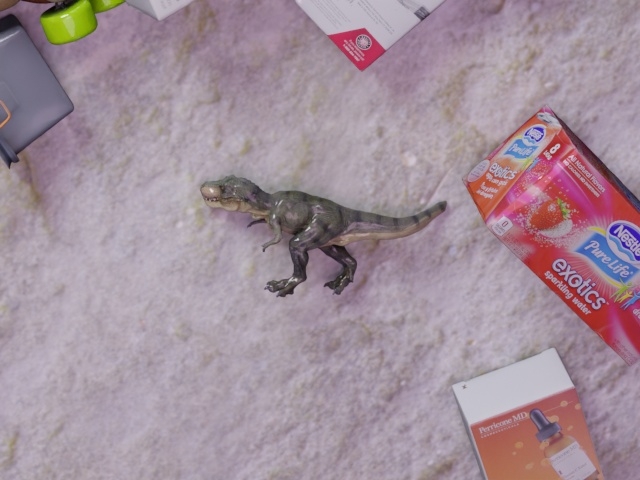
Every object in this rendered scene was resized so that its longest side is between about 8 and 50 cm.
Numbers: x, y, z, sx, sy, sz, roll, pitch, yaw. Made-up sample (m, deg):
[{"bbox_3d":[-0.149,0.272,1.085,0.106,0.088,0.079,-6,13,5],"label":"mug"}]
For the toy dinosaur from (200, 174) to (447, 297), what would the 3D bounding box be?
[{"bbox_3d":[0.000,0.000,2.117,0.268,0.064,0.118,7,108,-17],"label":"toy dinosaur"}]

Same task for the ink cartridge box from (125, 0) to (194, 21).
[{"bbox_3d":[-0.114,-0.325,1.879,0.203,0.086,0.148,-34,120,-15],"label":"ink cartridge box"}]

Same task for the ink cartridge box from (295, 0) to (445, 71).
[{"bbox_3d":[0.059,-0.263,1.989,0.150,0.063,0.109,-40,116,10],"label":"ink cartridge box"}]

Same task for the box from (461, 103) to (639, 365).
[{"bbox_3d":[0.287,-0.005,2.127,0.128,0.123,0.257,-42,116,11],"label":"box"}]

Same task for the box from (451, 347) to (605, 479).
[{"bbox_3d":[0.239,0.231,2.256,0.130,0.091,0.170,-21,119,1],"label":"box"}]

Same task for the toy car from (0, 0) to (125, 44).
[{"bbox_3d":[-0.306,-0.270,1.908,0.188,0.149,0.155,-8,115,26],"label":"toy car"}]

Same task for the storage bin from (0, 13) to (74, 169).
[{"bbox_3d":[-0.310,-0.153,1.969,0.091,0.098,0.135,-34,118,-4],"label":"storage bin"}]
